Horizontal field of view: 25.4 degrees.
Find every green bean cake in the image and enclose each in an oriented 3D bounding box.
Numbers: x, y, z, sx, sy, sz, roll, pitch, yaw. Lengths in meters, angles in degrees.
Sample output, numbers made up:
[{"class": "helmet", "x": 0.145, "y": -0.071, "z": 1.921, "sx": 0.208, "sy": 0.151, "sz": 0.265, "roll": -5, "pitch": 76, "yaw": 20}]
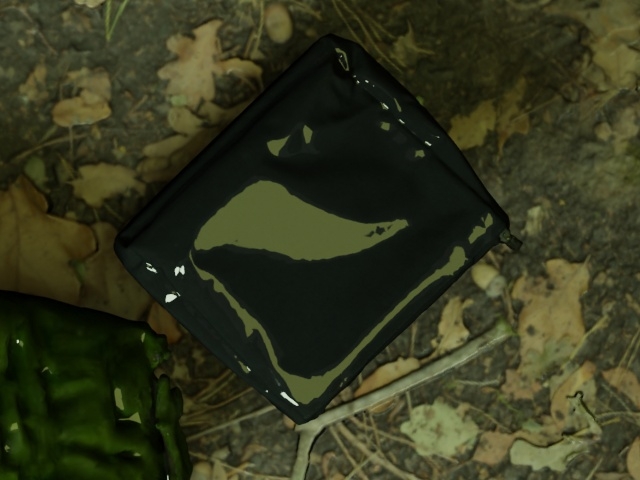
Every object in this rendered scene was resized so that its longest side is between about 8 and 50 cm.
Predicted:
[{"class": "green bean cake", "x": -0.287, "y": 0.208, "z": 1.187, "sx": 0.319, "sy": 0.218, "sz": 0.335, "roll": 3, "pitch": 69, "yaw": -42}]

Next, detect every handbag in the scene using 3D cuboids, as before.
[{"class": "handbag", "x": -0.001, "y": 0.000, "z": 1.339, "sx": 0.302, "sy": 0.178, "sz": 0.275, "roll": -44, "pitch": 89, "yaw": -8}]
